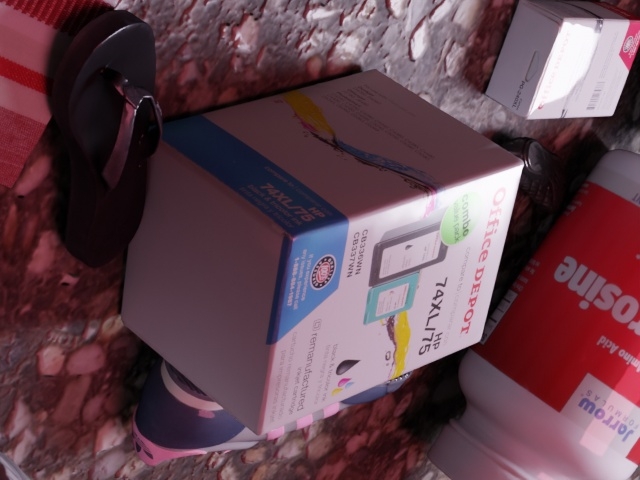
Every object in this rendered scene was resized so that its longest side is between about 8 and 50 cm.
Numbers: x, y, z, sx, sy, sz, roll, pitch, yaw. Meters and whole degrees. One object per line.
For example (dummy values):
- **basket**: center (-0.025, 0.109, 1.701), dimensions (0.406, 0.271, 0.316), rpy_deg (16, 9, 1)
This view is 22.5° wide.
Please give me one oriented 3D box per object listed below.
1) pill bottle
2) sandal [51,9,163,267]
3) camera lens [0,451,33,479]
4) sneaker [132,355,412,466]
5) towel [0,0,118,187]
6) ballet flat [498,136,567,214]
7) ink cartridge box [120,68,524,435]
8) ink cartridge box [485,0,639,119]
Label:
- **pill bottle**: center (0.301, 0.122, 1.787), dimensions (0.407, 0.229, 0.229), rpy_deg (-56, 144, 1)
- **sandal**: center (-0.152, -0.075, 1.239), dimensions (0.097, 0.054, 0.254), rpy_deg (-44, 155, -33)
- **camera lens**: center (-0.287, 0.302, 1.285), dimensions (0.219, 0.219, 0.274), rpy_deg (-41, 142, -18)
- **sneaker**: center (-0.050, 0.141, 1.540), dimensions (0.319, 0.112, 0.131), rpy_deg (-1, 135, -45)
- **towel**: center (-0.223, -0.206, 1.100), dimensions (0.237, 0.037, 0.329), rpy_deg (22, 102, -55)
- **ballet flat**: center (0.228, -0.072, 1.723), dimensions (0.173, 0.049, 0.057), rpy_deg (37, 61, -58)
- **ink cartridge box**: center (0.000, 0.000, 1.384), dimensions (0.270, 0.197, 0.198), rpy_deg (-19, 131, -39)
- **ink cartridge box**: center (0.249, -0.184, 1.628), dimensions (0.150, 0.063, 0.109), rpy_deg (-6, 122, -45)
